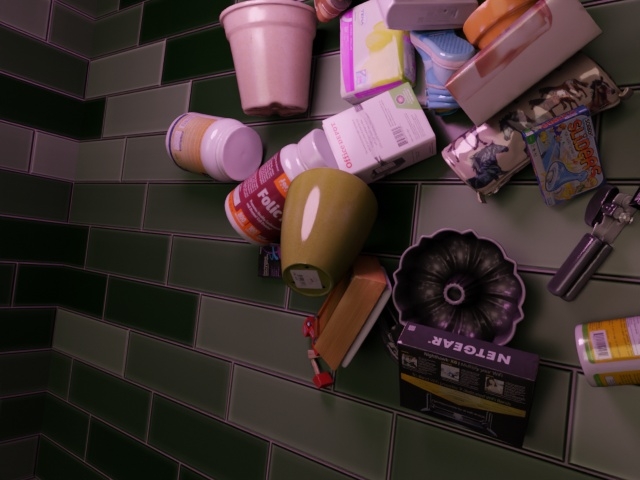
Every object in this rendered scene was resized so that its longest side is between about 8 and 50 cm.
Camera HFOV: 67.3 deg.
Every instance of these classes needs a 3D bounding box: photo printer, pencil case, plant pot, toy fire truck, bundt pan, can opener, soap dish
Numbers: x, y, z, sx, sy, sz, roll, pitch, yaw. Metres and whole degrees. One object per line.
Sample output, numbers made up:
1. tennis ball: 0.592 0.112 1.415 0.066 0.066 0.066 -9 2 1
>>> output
1. photo printer: 0.266 -0.713 1.325 0.255 0.107 0.308 -6 58 -9
2. pencil case: 0.509 -0.274 1.165 0.410 0.159 0.184 -39 74 26
3. plant pot: 0.491 -0.503 1.196 0.205 0.205 0.188 -28 85 30
4. toy fire truck: -0.009 0.352 1.521 0.192 0.047 0.135 55 135 39
5. bundt pan: 0.357 0.130 1.229 0.330 0.124 0.331 1 93 30
6. plant pot: 0.000 0.000 1.311 0.274 0.275 0.294 -17 38 33
7. can opener: 0.625 0.010 1.115 0.281 0.074 0.093 -62 22 11
8. soap dish: 0.082 0.191 1.376 0.118 0.229 0.291 26 105 -7
9. plant pot: -0.161 -0.583 1.608 0.333 0.333 0.306 1 96 36

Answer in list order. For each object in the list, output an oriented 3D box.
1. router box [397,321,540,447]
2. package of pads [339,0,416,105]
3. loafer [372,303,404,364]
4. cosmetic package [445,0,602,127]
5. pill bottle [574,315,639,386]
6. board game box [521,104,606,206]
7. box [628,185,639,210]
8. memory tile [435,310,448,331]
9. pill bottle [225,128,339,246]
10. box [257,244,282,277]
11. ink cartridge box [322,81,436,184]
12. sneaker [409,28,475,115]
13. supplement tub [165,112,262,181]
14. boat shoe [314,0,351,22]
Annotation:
1. router box: 0.343 0.343 1.155 0.308 0.081 0.243 12 129 26
2. package of pads: 0.176 -0.591 1.474 0.229 0.101 0.297 -6 82 35
3. loafer: 0.210 0.266 1.366 0.078 0.076 0.223 -52 55 28
4. cosmetic package: 0.439 -0.408 1.071 0.296 0.153 0.129 -37 98 30
5. pill bottle: 0.679 0.225 0.998 0.245 0.136 0.137 -17 75 33
6. board game box: 0.557 -0.188 1.096 0.136 0.201 0.035 -24 29 18
7. box: 0.788 -0.149 0.962 0.184 0.103 0.261 30 102 20
8. memory tile: 0.314 0.278 1.330 0.113 0.012 0.148 -35 66 27
9. pill bottle: -0.103 -0.166 1.549 0.392 0.224 0.224 -34 66 28
10. box: -0.151 0.073 1.675 0.162 0.029 0.116 -1 84 37
11. ink cartridge box: 0.168 -0.296 1.384 0.272 0.115 0.199 -23 71 8
12. sneaker: 0.324 -0.473 1.347 0.126 0.208 0.319 -7 40 -1
13. supplement tub: -0.390 -0.342 1.771 0.316 0.228 0.229 19 96 36
14. boat shoe: 0.031 -0.834 1.557 0.120 0.122 0.324 -35 38 47
